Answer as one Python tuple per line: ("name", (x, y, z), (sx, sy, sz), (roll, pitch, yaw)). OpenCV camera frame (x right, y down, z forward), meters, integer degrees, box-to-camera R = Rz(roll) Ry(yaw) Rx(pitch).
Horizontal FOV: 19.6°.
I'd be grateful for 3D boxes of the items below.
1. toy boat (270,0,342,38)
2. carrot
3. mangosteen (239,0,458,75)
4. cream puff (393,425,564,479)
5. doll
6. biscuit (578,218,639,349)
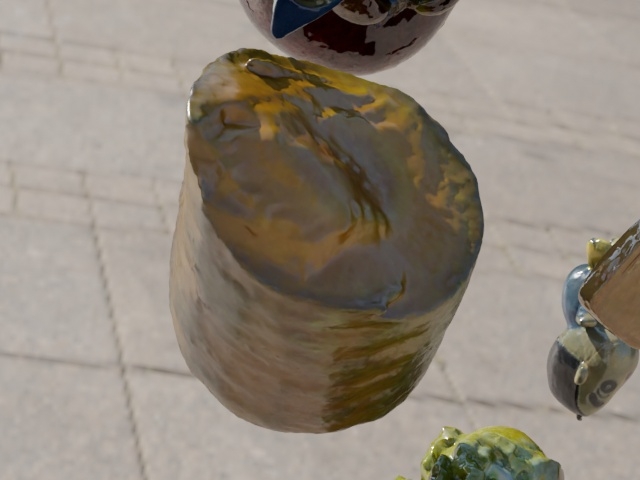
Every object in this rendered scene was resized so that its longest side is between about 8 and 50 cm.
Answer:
("toy boat", (0.027, -0.232, 1.375), (0.080, 0.229, 0.046), (13, 52, -33))
("carrot", (0.000, 0.000, 1.451), (0.241, 0.341, 0.242), (4, 57, -7))
("mangosteen", (0.036, -0.253, 1.604), (0.215, 0.215, 0.257), (3, -1, -19))
("cream puff", (0.113, 0.297, 1.618), (0.185, 0.282, 0.282), (3, 17, 24))
("doll", (0.268, 0.088, 1.782), (0.089, 0.179, 0.102), (17, 10, 33))
("biscuit", (0.303, 0.023, 1.517), (0.220, 0.142, 0.029), (-4, 30, -35))
